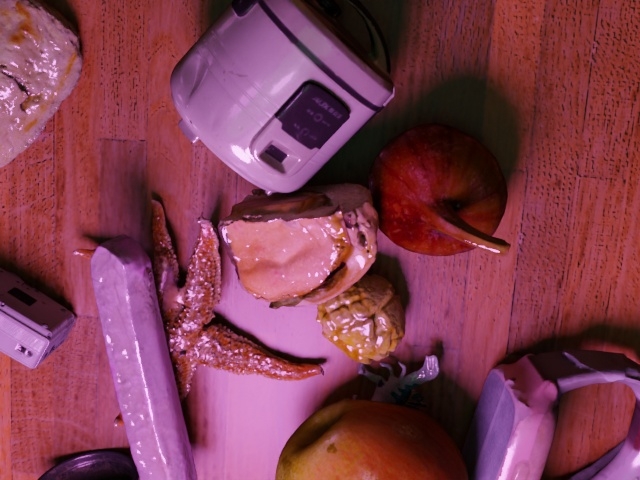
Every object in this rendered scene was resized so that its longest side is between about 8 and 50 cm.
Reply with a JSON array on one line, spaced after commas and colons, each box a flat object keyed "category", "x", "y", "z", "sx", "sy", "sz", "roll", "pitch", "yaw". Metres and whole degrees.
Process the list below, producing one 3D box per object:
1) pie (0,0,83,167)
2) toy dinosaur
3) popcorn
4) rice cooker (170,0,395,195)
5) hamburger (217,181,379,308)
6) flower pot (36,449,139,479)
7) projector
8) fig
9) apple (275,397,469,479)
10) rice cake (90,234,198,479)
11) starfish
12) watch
[{"category": "pie", "x": -0.434, "y": -0.214, "z": 1.260, "sx": 0.201, "sy": 0.090, "sz": 0.248, "roll": 40, "pitch": 100, "yaw": -1}, {"category": "toy dinosaur", "x": 0.093, "y": 0.221, "z": 1.335, "sx": 0.106, "sy": 0.044, "sz": 0.187, "roll": 13, "pitch": 112, "yaw": -8}, {"category": "popcorn", "x": 0.054, "y": 0.096, "z": 1.279, "sx": 0.121, "sy": 0.116, "sz": 0.106, "roll": 21, "pitch": 61, "yaw": -2}, {"category": "rice cooker", "x": -0.037, "y": -0.190, "z": 1.161, "sx": 0.226, "sy": 0.226, "sz": 0.244, "roll": 43, "pitch": 101, "yaw": -5}, {"category": "hamburger", "x": 0.000, "y": 0.000, "z": 1.215, "sx": 0.208, "sy": 0.135, "sz": 0.155, "roll": -12, "pitch": 111, "yaw": 36}, {"category": "flower pot", "x": -0.314, "y": 0.379, "z": 1.362, "sx": 0.158, "sy": 0.157, "sz": 0.106, "roll": -10, "pitch": 114, "yaw": 8}, {"category": "projector", "x": -0.413, "y": 0.095, "z": 1.316, "sx": 0.147, "sy": 0.115, "sz": 0.061, "roll": 32, "pitch": 102, "yaw": -2}, {"category": "fig", "x": 0.139, "y": -0.050, "z": 1.179, "sx": 0.175, "sy": 0.207, "sz": 0.175, "roll": 3, "pitch": 111, "yaw": 8}, {"category": "apple", "x": 0.063, "y": 0.314, "z": 1.272, "sx": 0.226, "sy": 0.246, "sz": 0.246, "roll": 44, "pitch": 103, "yaw": -4}, {"category": "rice cake", "x": -0.222, "y": 0.183, "z": 1.266, "sx": 0.064, "sy": 0.070, "sz": 0.398, "roll": 0, "pitch": 112, "yaw": 22}, {"category": "starfish", "x": -0.179, "y": 0.088, "z": 1.307, "sx": 0.302, "sy": 0.084, "sz": 0.293, "roll": -13, "pitch": 103, "yaw": 13}, {"category": "watch", "x": 0.332, "y": 0.260, "z": 1.275, "sx": 0.241, "sy": 0.161, "sz": 0.253, "roll": 13, "pitch": 107, "yaw": -10}]
